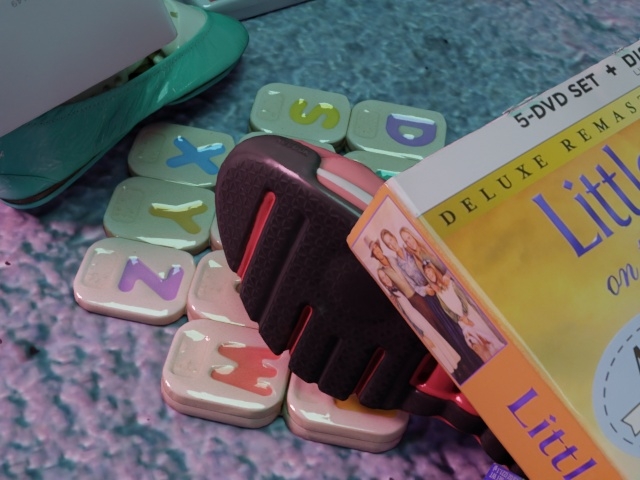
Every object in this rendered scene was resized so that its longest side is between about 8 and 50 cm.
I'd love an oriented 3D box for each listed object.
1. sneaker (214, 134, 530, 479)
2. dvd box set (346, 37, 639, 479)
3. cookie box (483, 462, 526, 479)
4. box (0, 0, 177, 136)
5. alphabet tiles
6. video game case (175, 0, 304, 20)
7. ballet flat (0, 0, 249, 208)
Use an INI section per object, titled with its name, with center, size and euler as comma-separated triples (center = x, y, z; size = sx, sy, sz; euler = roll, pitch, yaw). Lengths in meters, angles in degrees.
[sneaker]
center = 0.085, 0.037, 0.598
size = 0.314, 0.116, 0.136
euler = 34, 39, 1
[dvd box set]
center = 0.254, 0.083, 0.505
size = 0.308, 0.062, 0.420
euler = -29, 74, -31
[cookie box]
center = 0.098, 0.177, 0.523
size = 0.092, 0.040, 0.107
euler = 27, 50, 15
[box]
center = -0.251, -0.237, 0.661
size = 0.168, 0.215, 0.345
euler = -30, 42, -5
[alphabet tiles]
center = 0.000, 0.000, 0.685
size = 0.278, 0.021, 0.284
euler = 12, 47, 2
[video game case]
center = -0.085, -0.295, 0.941
size = 0.204, 0.025, 0.285
euler = -23, 55, -27
[ballet flat]
center = -0.134, -0.118, 0.722
size = 0.083, 0.087, 0.247
euler = 17, 44, 31
